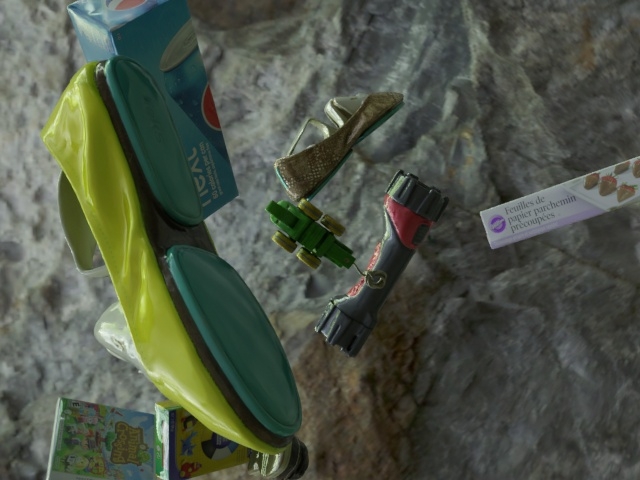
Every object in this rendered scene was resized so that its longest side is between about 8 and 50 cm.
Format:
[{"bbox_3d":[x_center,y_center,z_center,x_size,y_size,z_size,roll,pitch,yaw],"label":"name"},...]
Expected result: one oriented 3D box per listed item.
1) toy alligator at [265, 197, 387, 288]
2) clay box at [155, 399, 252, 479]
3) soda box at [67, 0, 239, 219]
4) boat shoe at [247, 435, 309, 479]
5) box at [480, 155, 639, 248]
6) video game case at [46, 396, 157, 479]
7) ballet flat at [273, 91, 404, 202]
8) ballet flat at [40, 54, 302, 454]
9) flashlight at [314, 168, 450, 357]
[{"bbox_3d":[0.000,0.000,1.019,0.056,0.190,0.051,-53,-142,4],"label":"toy alligator"},{"bbox_3d":[-0.171,0.320,1.563,0.053,0.222,0.127,13,-75,51],"label":"clay box"},{"bbox_3d":[-0.134,-0.110,0.773,0.067,0.071,0.210,34,-31,36],"label":"soda box"},{"bbox_3d":[-0.052,0.312,1.334,0.074,0.223,0.080,16,-110,-10],"label":"boat shoe"},{"bbox_3d":[0.399,-0.066,1.364,0.324,0.067,0.063,-20,-95,29],"label":"box"},{"bbox_3d":[-0.393,0.383,1.687,0.194,0.212,0.023,15,-59,-19],"label":"video game case"},{"bbox_3d":[0.020,-0.126,1.059,0.067,0.206,0.073,46,-33,-5],"label":"ballet flat"},{"bbox_3d":[-0.084,0.013,0.459,0.077,0.077,0.231,-34,-114,18],"label":"ballet flat"},{"bbox_3d":[0.093,0.034,1.519,0.103,0.103,0.304,31,-79,-2],"label":"flashlight"}]
